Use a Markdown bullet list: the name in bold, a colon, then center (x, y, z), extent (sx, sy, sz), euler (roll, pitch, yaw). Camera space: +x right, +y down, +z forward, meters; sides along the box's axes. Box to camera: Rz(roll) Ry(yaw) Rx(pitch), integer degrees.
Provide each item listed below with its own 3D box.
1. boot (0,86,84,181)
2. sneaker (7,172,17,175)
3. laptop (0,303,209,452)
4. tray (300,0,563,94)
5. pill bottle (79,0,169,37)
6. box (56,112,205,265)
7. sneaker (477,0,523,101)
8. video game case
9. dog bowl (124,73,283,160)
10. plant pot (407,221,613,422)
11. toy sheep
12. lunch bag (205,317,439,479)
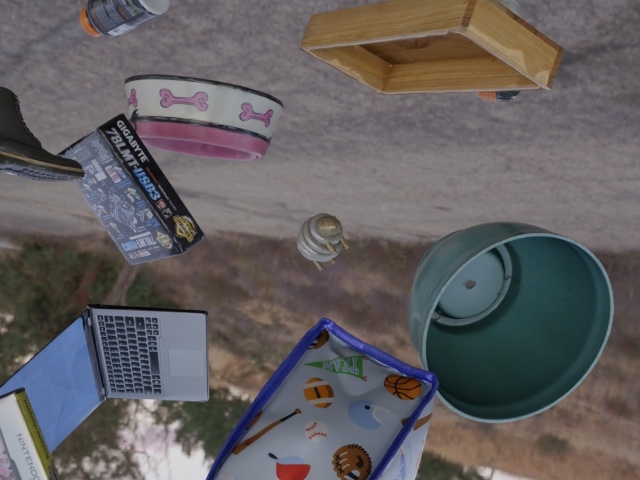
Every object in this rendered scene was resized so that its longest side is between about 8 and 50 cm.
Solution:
- **boot**: center (-0.471, -0.174, 1.342), extent (0.198, 0.137, 0.077), euler (12, 164, -38)
- **sneaker**: center (-0.740, -0.211, 1.871), extent (0.235, 0.090, 0.095), euler (22, -169, 26)
- **laptop**: center (-0.466, 0.348, 1.891), extent (0.408, 0.236, 0.382), euler (3, 139, -4)
- **tray**: center (0.163, -0.312, 1.355), extent (0.203, 0.076, 0.411), euler (22, 176, -34)
- **pill bottle**: center (-0.528, -0.619, 2.218), extent (0.246, 0.130, 0.130), euler (-13, 163, 35)
- **box**: center (-0.399, -0.094, 1.727), extent (0.295, 0.073, 0.293), euler (-11, 116, 57)
- **sneaker**: center (0.398, -0.411, 1.801), extent (0.099, 0.121, 0.262), euler (10, 149, 8)
- **video game case**: center (-0.513, 0.379, 1.222), extent (0.275, 0.248, 0.035), euler (-23, 178, 6)
- **dog bowl**: center (-0.304, -0.305, 2.148), extent (0.408, 0.150, 0.408), euler (8, 179, 0)
- **plant pot**: center (0.253, 0.094, 1.248), extent (0.293, 0.293, 0.196), euler (12, -164, -20)
- **toy sheep**: center (0.000, 0.000, 1.496), extent (0.091, 0.091, 0.132), euler (12, 144, -25)
- **lunch bag**: center (-0.021, 0.359, 1.082), extent (0.239, 0.327, 0.385), euler (24, -138, 21)
